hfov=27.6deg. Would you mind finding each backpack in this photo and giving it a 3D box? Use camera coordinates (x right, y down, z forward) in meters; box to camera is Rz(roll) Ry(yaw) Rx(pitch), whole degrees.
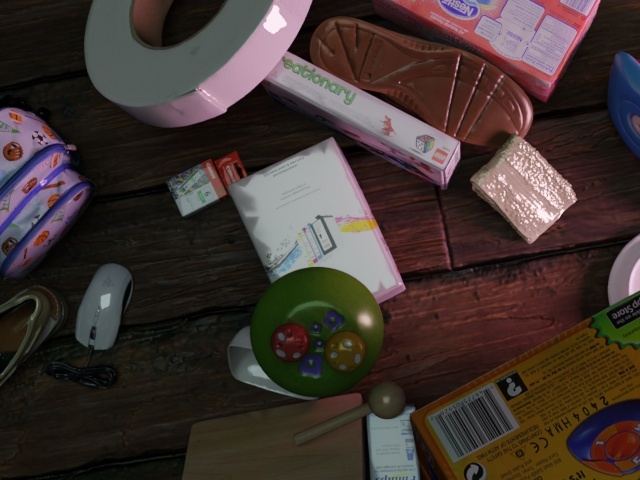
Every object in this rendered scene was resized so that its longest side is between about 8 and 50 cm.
[{"bbox_3d":[-0.462,-0.068,1.886,0.213,0.263,0.276,35,88,8],"label":"backpack"}]

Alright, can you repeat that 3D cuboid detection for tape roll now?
[{"bbox_3d":[-0.177,-0.346,1.877,0.392,0.072,0.392,-18,57,29],"label":"tape roll"}]

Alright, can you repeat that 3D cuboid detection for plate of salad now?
[{"bbox_3d":[0.516,0.074,1.877,0.200,0.048,0.200,-3,76,13],"label":"plate of salad"}]

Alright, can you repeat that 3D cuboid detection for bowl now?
[{"bbox_3d":[-0.059,0.172,1.890,0.142,0.142,0.053,16,63,9],"label":"bowl"}]

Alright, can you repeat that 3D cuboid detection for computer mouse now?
[{"bbox_3d":[-0.339,0.126,1.964,0.106,0.042,0.193,14,86,8],"label":"computer mouse"}]

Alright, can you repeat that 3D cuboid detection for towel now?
[{"bbox_3d":[0.297,-0.075,1.895,0.148,0.027,0.110,43,90,-22],"label":"towel"}]

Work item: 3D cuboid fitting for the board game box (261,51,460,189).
[{"bbox_3d":[0.057,-0.175,1.877,0.305,0.193,0.053,28,88,8],"label":"board game box"}]

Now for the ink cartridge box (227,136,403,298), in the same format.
[{"bbox_3d":[0.000,0.000,1.876,0.168,0.171,0.232,-25,83,4],"label":"ink cartridge box"}]

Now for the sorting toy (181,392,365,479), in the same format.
[{"bbox_3d":[-0.058,0.341,1.825,0.257,0.255,0.089,-11,116,7],"label":"sorting toy"}]

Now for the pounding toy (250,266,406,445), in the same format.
[{"bbox_3d":[0.006,0.159,1.734,0.183,0.110,0.237,-21,101,3],"label":"pounding toy"}]

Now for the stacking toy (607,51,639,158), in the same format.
[{"bbox_3d":[0.570,-0.241,1.864,0.302,0.166,0.175,-34,62,-10],"label":"stacking toy"}]

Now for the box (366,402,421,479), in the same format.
[{"bbox_3d":[0.106,0.303,1.858,0.072,0.126,0.137,-3,85,4],"label":"box"}]

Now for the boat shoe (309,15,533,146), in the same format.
[{"bbox_3d":[0.148,-0.241,1.908,0.342,0.123,0.123,19,105,-4],"label":"boat shoe"}]

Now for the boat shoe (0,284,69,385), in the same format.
[{"bbox_3d":[-0.513,0.178,1.947,0.113,0.103,0.302,43,90,9],"label":"boat shoe"}]

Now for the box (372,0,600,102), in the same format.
[{"bbox_3d":[0.237,-0.342,1.899,0.300,0.142,0.154,29,88,8],"label":"box"}]

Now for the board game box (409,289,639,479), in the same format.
[{"bbox_3d":[0.361,0.336,1.645,0.356,0.356,0.356,-27,64,-6],"label":"board game box"}]

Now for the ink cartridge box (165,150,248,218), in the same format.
[{"bbox_3d":[-0.169,-0.087,1.974,0.115,0.029,0.063,-26,82,3],"label":"ink cartridge box"}]
